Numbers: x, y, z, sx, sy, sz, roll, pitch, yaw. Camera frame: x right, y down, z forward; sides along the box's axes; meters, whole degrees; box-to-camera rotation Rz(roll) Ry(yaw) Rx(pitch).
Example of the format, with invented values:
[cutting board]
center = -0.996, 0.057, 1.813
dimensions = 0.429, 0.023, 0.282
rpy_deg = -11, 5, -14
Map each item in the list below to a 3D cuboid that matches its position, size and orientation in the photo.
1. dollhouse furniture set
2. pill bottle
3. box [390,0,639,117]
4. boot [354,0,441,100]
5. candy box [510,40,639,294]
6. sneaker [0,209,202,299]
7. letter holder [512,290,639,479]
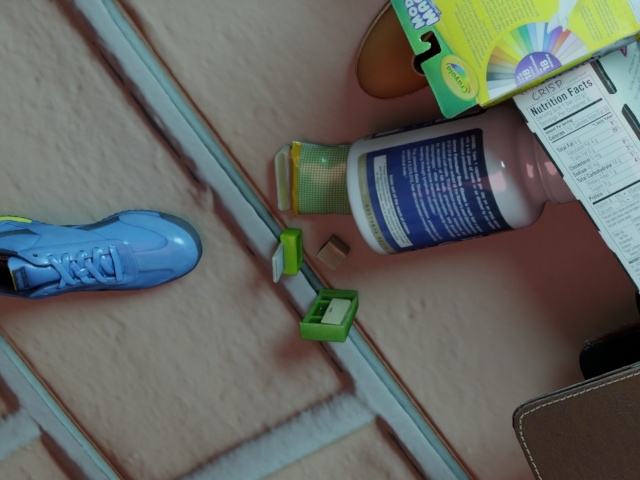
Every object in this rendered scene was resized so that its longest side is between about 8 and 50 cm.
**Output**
[dollhouse furniture set]
center = 0.000, 0.000, 1.532
dimensions = 0.076, 0.058, 0.152
rpy_deg = 4, 118, 14
[pill bottle]
center = 0.112, -0.048, 1.453
dimensions = 0.169, 0.094, 0.094
rpy_deg = -12, 113, 22
[box]
center = 0.142, -0.158, 1.251
dimensions = 0.179, 0.043, 0.105
rpy_deg = -24, 85, 8
[boot]
center = 0.084, -0.143, 1.377
dimensions = 0.197, 0.152, 0.073
rpy_deg = -38, 102, 29
[candy box]
center = 0.228, -0.060, 1.375
dimensions = 0.071, 0.159, 0.233
rpy_deg = -28, 105, 26
[sneaker]
center = -0.202, 0.020, 1.591
dimensions = 0.209, 0.082, 0.069
rpy_deg = -1, 114, 15
[letter holder]
center = 0.307, 0.184, 1.486
dimensions = 0.214, 0.152, 0.302
rpy_deg = -24, 108, 28
